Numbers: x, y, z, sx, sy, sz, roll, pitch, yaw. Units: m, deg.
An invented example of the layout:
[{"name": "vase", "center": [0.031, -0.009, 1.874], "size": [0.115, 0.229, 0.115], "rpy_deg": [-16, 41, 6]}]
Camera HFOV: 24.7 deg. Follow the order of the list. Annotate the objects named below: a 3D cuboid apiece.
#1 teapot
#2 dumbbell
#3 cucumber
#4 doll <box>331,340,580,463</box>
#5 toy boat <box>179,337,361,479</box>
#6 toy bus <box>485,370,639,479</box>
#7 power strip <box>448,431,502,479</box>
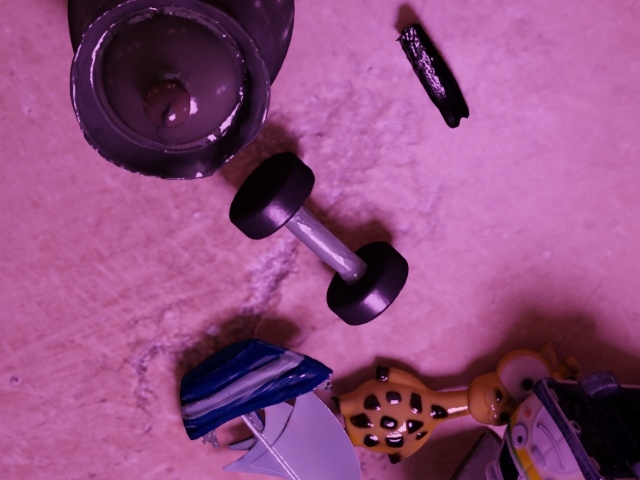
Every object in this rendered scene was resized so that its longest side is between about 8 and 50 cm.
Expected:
[{"name": "teapot", "center": [-0.122, -0.208, 1.334], "size": [0.223, 0.285, 0.305], "rpy_deg": [13, 120, -10]}, {"name": "dumbbell", "center": [0.000, 0.000, 1.568], "size": [0.100, 0.100, 0.191], "rpy_deg": [-40, 114, 19]}, {"name": "cucumber", "center": [0.118, -0.170, 1.511], "size": [0.033, 0.034, 0.135], "rpy_deg": [-30, 117, 9]}, {"name": "doll", "center": [0.160, 0.190, 1.693], "size": [0.291, 0.086, 0.117], "rpy_deg": [-9, 104, 3]}, {"name": "toy boat", "center": [-0.057, 0.239, 1.703], "size": [0.210, 0.070, 0.291], "rpy_deg": [-2, 121, 25]}, {"name": "toy bus", "center": [0.328, 0.254, 1.641], "size": [0.305, 0.143, 0.179], "rpy_deg": [8, 134, -42]}, {"name": "power strip", "center": [0.200, 0.394, 1.707], "size": [0.251, 0.257, 0.092], "rpy_deg": [50, 133, -3]}]
